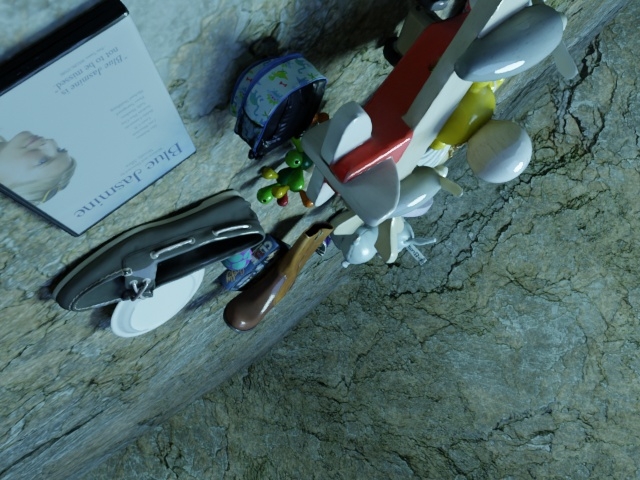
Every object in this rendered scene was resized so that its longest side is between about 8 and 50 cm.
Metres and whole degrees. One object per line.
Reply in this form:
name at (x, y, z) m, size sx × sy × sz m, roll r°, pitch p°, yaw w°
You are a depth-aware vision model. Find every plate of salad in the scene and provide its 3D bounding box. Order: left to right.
plate of salad at (-0.301, 0.099, 0.925) m, size 0.200 × 0.048 × 0.200 m, roll -42°, pitch 160°, yaw -19°

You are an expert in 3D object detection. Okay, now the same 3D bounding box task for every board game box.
board game box at (-0.154, 0.065, 1.303) m, size 0.165 × 0.042 × 0.243 m, roll -42°, pitch 169°, yaw 2°

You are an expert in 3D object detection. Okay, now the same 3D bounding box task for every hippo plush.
hippo plush at (0.150, 0.005, 1.563) m, size 0.236 × 0.294 × 0.234 m, roll -24°, pitch 150°, yaw -24°

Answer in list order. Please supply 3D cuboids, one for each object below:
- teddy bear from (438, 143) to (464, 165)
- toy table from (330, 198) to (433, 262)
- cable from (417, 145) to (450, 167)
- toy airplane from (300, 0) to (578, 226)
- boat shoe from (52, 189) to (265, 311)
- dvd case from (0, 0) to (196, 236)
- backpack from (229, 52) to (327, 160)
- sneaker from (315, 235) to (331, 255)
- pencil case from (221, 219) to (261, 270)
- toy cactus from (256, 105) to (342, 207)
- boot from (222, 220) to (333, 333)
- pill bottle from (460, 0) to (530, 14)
teddy bear at (0.287, -0.254, 1.317) m, size 0.338 × 0.113 × 0.245 m, roll -39°, pitch -174°, yaw -38°
toy table at (0.154, -0.084, 1.330) m, size 0.274 × 0.252 × 0.161 m, roll 9°, pitch 129°, yaw -29°
cable at (0.200, -0.237, 1.046) m, size 0.257 × 0.089 × 0.257 m, roll -6°, pitch 126°, yaw -51°
toy airplane at (0.157, -0.157, 0.680) m, size 0.385 × 0.272 × 0.386 m, roll -58°, pitch 178°, yaw 16°
boat shoe at (-0.226, 0.026, 0.767) m, size 0.335 × 0.095 × 0.112 m, roll -33°, pitch 167°, yaw -36°
dvd case at (-0.225, -0.097, 0.493) m, size 0.180 × 0.022 × 0.253 m, roll -39°, pitch 169°, yaw -11°
backpack at (-0.054, -0.173, 0.611) m, size 0.105 × 0.084 × 0.114 m, roll -38°, pitch 174°, yaw -35°
sneaker at (0.000, 0.000, 1.573) m, size 0.071 × 0.068 × 0.170 m, roll -56°, pitch 179°, yaw -6°
pencil case at (-0.159, 0.003, 0.987) m, size 0.070 × 0.065 × 0.152 m, roll -9°, pitch 157°, yaw -21°
toy cactus at (-0.015, -0.140, 0.881) m, size 0.219 × 0.112 × 0.180 m, roll -53°, pitch 176°, yaw 13°
boot at (-0.096, 0.087, 1.225) m, size 0.280 × 0.096 × 0.264 m, roll -49°, pitch 166°, yaw 31°
pill bottle at (0.304, -0.389, 0.941) m, size 0.108 × 0.108 × 0.180 m, roll -38°, pitch 169°, yaw -15°
